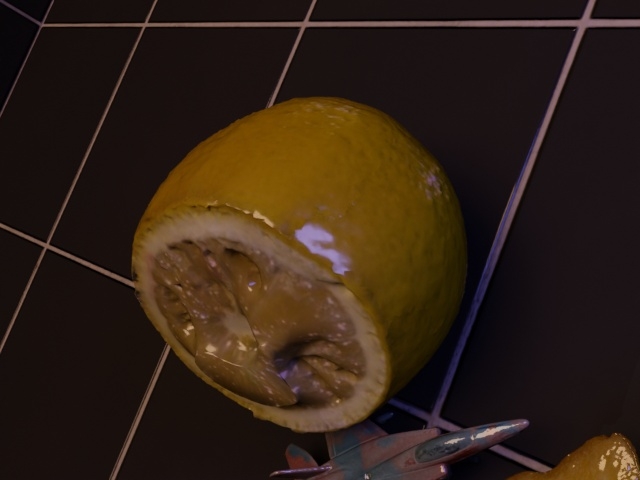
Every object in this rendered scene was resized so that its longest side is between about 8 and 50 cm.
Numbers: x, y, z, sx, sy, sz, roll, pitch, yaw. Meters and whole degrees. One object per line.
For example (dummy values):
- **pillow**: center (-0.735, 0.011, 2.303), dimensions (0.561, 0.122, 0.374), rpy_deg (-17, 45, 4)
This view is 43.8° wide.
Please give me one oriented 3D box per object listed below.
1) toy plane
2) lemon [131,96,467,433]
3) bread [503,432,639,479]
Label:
- **toy plane**: center (0.084, 0.244, 0.839), dimensions (0.326, 0.104, 0.222), rpy_deg (-27, 55, 28)
- **lemon**: center (0.000, 0.000, 0.879), dimensions (0.364, 0.364, 0.364), rpy_deg (-20, 58, 35)
- **bread**: center (0.218, 0.288, 0.710), dimensions (0.233, 0.088, 0.160), rpy_deg (-35, 45, 28)
